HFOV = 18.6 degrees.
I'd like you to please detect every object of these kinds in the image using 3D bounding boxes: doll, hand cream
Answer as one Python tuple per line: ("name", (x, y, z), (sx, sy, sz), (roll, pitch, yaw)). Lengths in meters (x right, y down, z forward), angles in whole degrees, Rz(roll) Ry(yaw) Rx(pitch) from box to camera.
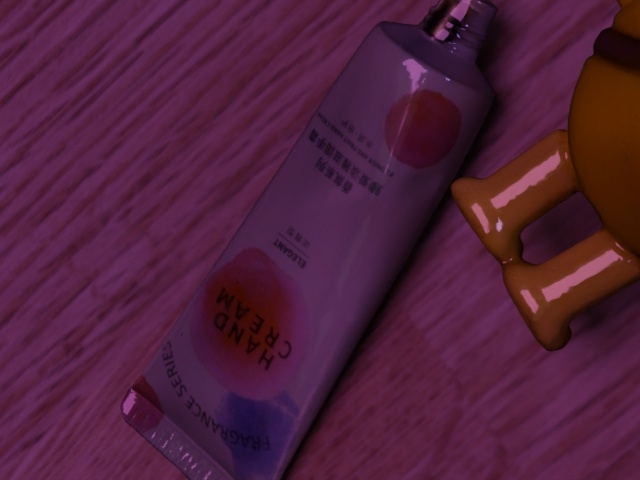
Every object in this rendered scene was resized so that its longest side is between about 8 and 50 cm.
("doll", (0.232, -0.087, 0.977), (0.363, 0.145, 0.199), (-34, 81, 16))
("hand cream", (0.000, 0.000, 1.135), (0.124, 0.078, 0.340), (39, 105, 27))
